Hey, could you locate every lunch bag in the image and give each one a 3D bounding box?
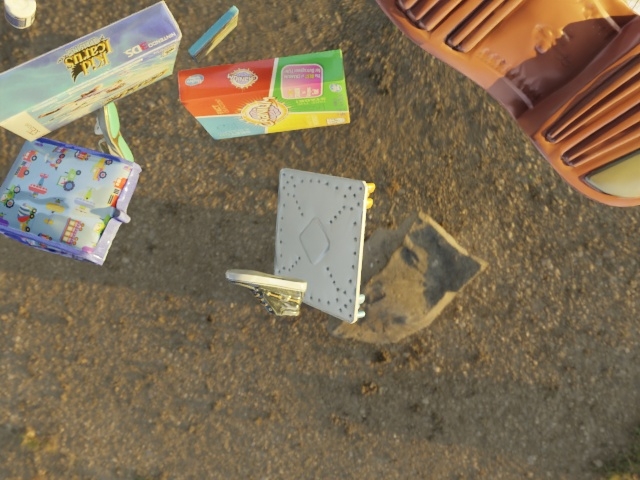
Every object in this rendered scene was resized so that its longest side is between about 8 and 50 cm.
[{"bbox_3d":[-0.519,-0.082,1.201,0.293,0.138,0.221,13,74,25],"label":"lunch bag"}]

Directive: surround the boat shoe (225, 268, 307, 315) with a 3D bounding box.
[{"bbox_3d":[-0.124,0.117,1.261,0.183,0.065,0.083,11,96,-14],"label":"boat shoe"}]

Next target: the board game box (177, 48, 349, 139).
[{"bbox_3d":[-0.103,-0.295,1.188,0.317,0.242,0.064,-6,82,5],"label":"board game box"}]

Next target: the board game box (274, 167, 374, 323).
[{"bbox_3d":[0.000,0.000,1.670,0.390,0.050,0.390,17,108,49],"label":"board game box"}]

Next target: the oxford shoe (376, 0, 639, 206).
[{"bbox_3d":[0.125,-0.191,0.412,0.140,0.146,0.397,-34,115,22],"label":"oxford shoe"}]

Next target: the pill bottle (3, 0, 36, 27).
[{"bbox_3d":[-0.721,-0.551,1.367,0.067,0.120,0.067,-1,92,-29],"label":"pill bottle"}]

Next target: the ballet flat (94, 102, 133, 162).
[{"bbox_3d":[-0.547,-0.270,1.476,0.068,0.072,0.213,-3,136,2],"label":"ballet flat"}]

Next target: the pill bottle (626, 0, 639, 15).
[{"bbox_3d":[0.490,-0.490,1.041,0.408,0.229,0.229,3,118,-16],"label":"pill bottle"}]

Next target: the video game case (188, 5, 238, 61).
[{"bbox_3d":[-0.209,-0.400,1.121,0.119,0.166,0.015,-43,105,1],"label":"video game case"}]

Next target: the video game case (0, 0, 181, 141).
[{"bbox_3d":[-0.348,-0.244,0.863,0.269,0.244,0.061,-31,104,-13],"label":"video game case"}]
